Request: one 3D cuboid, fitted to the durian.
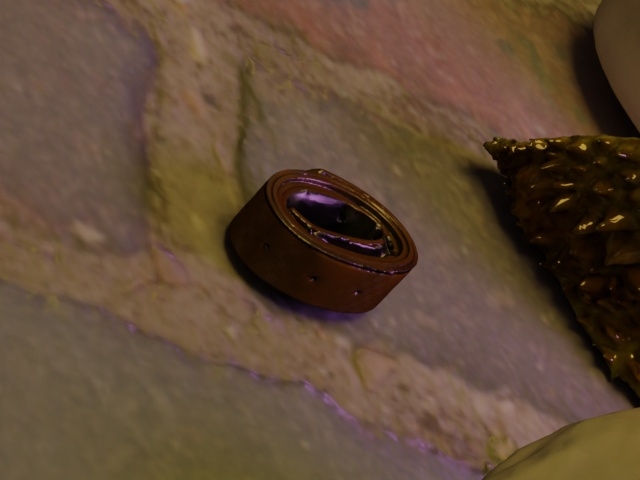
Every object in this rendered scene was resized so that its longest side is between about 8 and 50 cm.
[{"bbox_3d":[0.200,0.016,0.965,0.252,0.144,0.139,19,21,-29],"label":"durian"}]

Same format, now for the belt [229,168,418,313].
[{"bbox_3d":[0.000,0.000,0.811,0.083,0.036,0.059,16,38,-39],"label":"belt"}]

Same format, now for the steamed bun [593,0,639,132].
[{"bbox_3d":[0.282,-0.079,1.104,0.241,0.146,0.164,36,32,-20],"label":"steamed bun"}]

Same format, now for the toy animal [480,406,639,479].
[{"bbox_3d":[0.130,0.188,0.692,0.266,0.188,0.308,30,48,9],"label":"toy animal"}]
